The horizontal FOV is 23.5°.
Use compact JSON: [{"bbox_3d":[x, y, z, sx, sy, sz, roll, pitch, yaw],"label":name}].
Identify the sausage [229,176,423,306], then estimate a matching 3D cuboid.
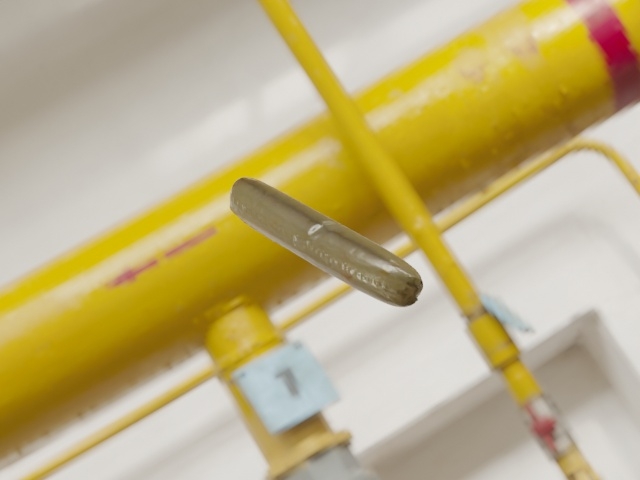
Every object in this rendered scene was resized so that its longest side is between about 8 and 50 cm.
[{"bbox_3d":[0.000,0.000,0.718,0.024,0.132,0.024,-18,-59,-33],"label":"sausage"}]
